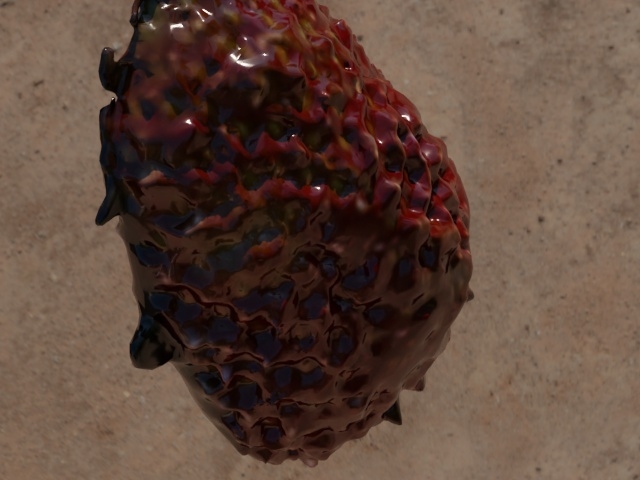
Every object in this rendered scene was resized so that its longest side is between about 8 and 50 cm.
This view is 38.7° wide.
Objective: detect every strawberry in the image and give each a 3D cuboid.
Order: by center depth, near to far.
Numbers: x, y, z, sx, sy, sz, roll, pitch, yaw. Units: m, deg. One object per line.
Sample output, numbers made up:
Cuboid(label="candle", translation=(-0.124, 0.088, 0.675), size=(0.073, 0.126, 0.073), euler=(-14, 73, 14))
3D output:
Cuboid(label="strawberry", translation=(0.000, 0.000, 0.489), size=(0.138, 0.306, 0.233), euler=(16, 72, 26))
